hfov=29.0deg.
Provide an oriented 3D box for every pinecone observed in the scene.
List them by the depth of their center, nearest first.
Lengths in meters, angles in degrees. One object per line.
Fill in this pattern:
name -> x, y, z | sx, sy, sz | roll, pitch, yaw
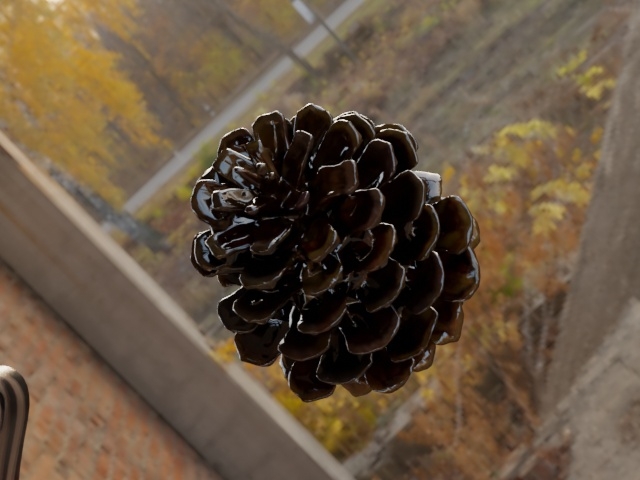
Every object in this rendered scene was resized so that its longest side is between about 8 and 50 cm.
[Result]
pinecone -> -0.001, 0.003, 1.020 | 0.246, 0.246, 0.292 | -43, -30, 4

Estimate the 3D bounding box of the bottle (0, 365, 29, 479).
bottle -> -0.248, 0.016, 0.520 | 0.206, 0.296, 0.173 | -24, -4, 22
